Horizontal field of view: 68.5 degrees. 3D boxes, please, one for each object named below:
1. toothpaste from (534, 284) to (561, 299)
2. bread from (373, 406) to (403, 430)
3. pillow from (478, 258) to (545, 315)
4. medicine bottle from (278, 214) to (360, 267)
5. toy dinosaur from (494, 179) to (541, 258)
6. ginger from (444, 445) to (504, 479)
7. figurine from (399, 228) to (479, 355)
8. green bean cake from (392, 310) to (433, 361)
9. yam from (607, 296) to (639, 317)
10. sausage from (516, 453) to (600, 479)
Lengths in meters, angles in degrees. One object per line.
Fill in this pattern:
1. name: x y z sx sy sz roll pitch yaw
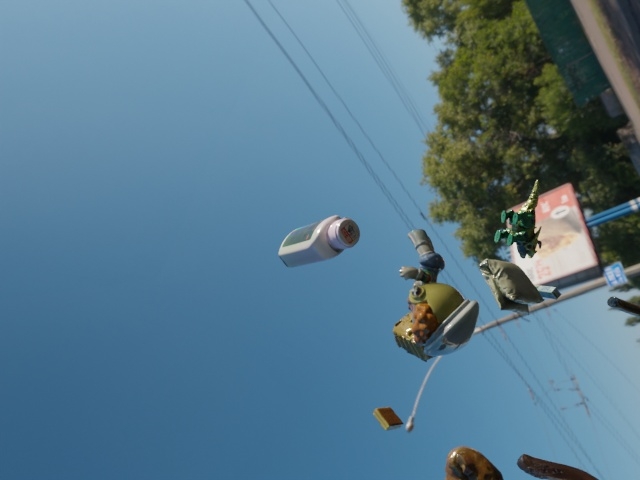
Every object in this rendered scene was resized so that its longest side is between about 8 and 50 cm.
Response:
1. toothpaste: 1.008 0.232 2.110 0.046 0.034 0.164 48 173 -5
2. bread: 0.260 0.685 1.812 0.094 0.035 0.090 14 -156 -44
3. pillow: 0.462 0.111 1.151 0.181 0.078 0.134 12 -131 -46
4. medicine bottle: 0.000 0.000 1.067 0.115 0.219 0.078 -46 -73 -31
5. toy dinosaur: 0.655 -0.067 1.514 0.153 0.094 0.259 -1 -79 -24
6. ginger: 0.452 0.740 1.305 0.172 0.165 0.321 26 -139 -43
7. figurine: 0.342 0.140 1.387 0.224 0.205 0.381 22 -128 -67
8. green bean cake: 0.433 0.369 1.929 0.230 0.224 0.131 -34 -73 -14
9. yam: 1.039 0.236 1.486 0.327 0.045 0.045 19 -110 -18
10. sausage: 0.859 0.832 1.669 0.078 0.304 0.078 12 -90 -76
